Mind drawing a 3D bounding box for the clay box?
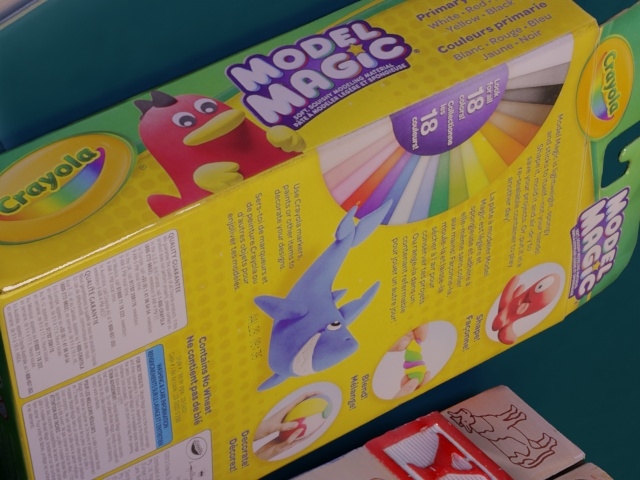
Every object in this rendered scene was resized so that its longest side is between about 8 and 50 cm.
[{"bbox_3d":[0.000,0.000,0.574,0.222,0.053,0.127,-26,141,-23],"label":"clay box"}]

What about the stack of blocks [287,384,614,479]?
[{"bbox_3d":[-0.012,0.206,0.701,0.171,0.087,0.297,-17,141,-49],"label":"stack of blocks"}]
